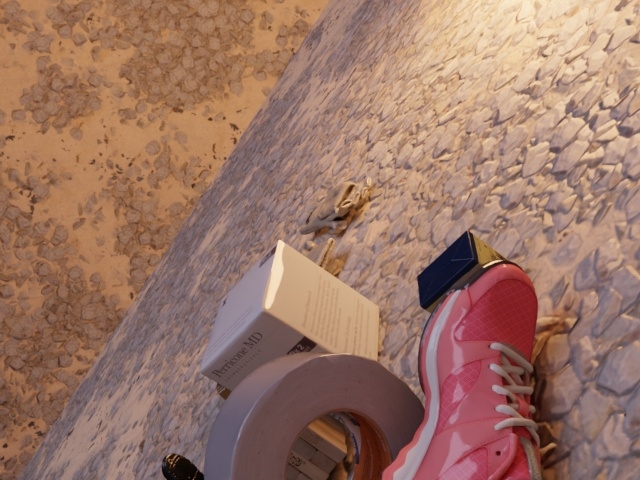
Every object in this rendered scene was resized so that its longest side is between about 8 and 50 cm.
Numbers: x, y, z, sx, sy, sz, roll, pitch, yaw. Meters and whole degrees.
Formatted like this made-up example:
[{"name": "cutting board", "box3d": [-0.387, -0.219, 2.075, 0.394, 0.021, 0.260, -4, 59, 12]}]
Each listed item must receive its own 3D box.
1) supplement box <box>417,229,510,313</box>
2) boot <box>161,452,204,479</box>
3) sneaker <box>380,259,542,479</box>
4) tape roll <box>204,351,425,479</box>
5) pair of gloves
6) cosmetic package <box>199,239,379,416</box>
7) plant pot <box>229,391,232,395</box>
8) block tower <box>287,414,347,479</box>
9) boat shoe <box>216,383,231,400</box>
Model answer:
[{"name": "supplement box", "box3d": [0.163, 0.051, 0.826, 0.083, 0.083, 0.056, -46, 20, 28]}, {"name": "boot", "box3d": [-0.218, 0.385, 1.174, 0.099, 0.121, 0.045, -37, 23, 31]}, {"name": "sneaker", "box3d": [0.150, 0.167, 0.667, 0.136, 0.116, 0.314, -2, 62, 56]}, {"name": "tape roll", "box3d": [0.003, 0.217, 0.734, 0.072, 0.219, 0.219, -13, 46, 62]}, {"name": "pair of gloves", "box3d": [0.000, 0.000, 1.400, 0.204, 0.042, 0.240, -35, 25, 55]}, {"name": "cosmetic package", "box3d": [-0.037, 0.132, 1.035, 0.151, 0.183, 0.151, -45, 21, 31]}, {"name": "plant pot", "box3d": [-0.123, 0.263, 1.154, 0.236, 0.032, 0.236, -162, 90, -83]}, {"name": "block tower", "box3d": [-0.094, 0.336, 0.946, 0.335, 0.097, 0.091, -54, 3, 7]}, {"name": "boat shoe", "box3d": [-0.158, 0.254, 1.375, 0.056, 0.048, 0.153, -45, 24, -6]}]
